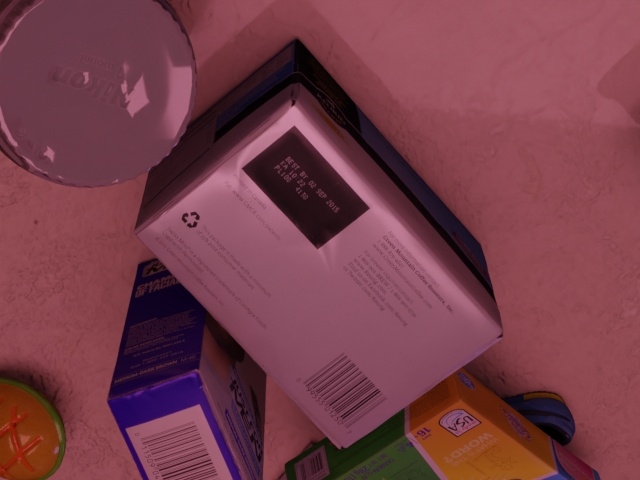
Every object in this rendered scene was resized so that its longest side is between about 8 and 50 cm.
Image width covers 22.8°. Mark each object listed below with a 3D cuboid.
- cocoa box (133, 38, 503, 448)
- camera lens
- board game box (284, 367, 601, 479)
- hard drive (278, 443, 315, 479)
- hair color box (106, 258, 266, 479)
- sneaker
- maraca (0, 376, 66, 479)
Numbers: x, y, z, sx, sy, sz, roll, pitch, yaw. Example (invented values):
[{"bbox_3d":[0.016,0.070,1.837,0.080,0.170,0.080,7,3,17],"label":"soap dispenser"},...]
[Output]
[{"bbox_3d":[0.000,0.000,1.732,0.231,0.228,0.347,-38,109,15],"label":"cocoa box"},{"bbox_3d":[-0.252,-0.178,1.612,0.219,0.274,0.219,-5,105,-18],"label":"camera lens"},{"bbox_3d":[0.152,0.287,1.839,0.242,0.064,0.316,-36,130,21],"label":"board game box"},{"bbox_3d":[-0.026,0.429,2.017,0.210,0.040,0.319,35,108,-14],"label":"hard drive"},{"bbox_3d":[-0.136,0.154,1.736,0.110,0.339,0.185,-19,112,5],"label":"hair color box"},{"bbox_3d":[0.203,0.239,1.918,0.209,0.082,0.069,-12,115,6],"label":"sneaker"},{"bbox_3d":[-0.384,0.219,1.897,0.185,0.099,0.127,22,108,18],"label":"maraca"}]
